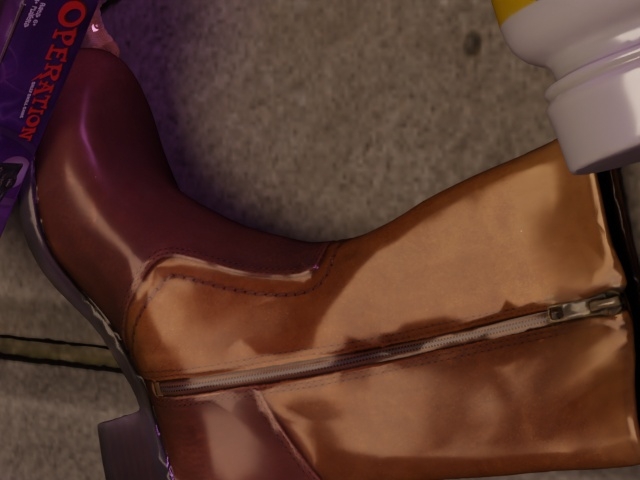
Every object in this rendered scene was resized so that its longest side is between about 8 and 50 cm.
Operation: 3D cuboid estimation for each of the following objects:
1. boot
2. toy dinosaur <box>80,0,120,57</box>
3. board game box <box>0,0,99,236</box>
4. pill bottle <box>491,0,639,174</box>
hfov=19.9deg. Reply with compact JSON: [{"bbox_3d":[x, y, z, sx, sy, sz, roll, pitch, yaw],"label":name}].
[{"bbox_3d":[0.000,0.000,0.835,0.280,0.096,0.264,-19,76,32],"label":"boot"},{"bbox_3d":[-0.133,-0.165,0.946,0.092,0.053,0.183,7,108,20],"label":"toy dinosaur"},{"bbox_3d":[-0.250,-0.129,0.956,0.347,0.056,0.208,47,117,36],"label":"board game box"},{"bbox_3d":[0.115,-0.139,0.714,0.119,0.119,0.209,-21,83,36],"label":"pill bottle"}]
